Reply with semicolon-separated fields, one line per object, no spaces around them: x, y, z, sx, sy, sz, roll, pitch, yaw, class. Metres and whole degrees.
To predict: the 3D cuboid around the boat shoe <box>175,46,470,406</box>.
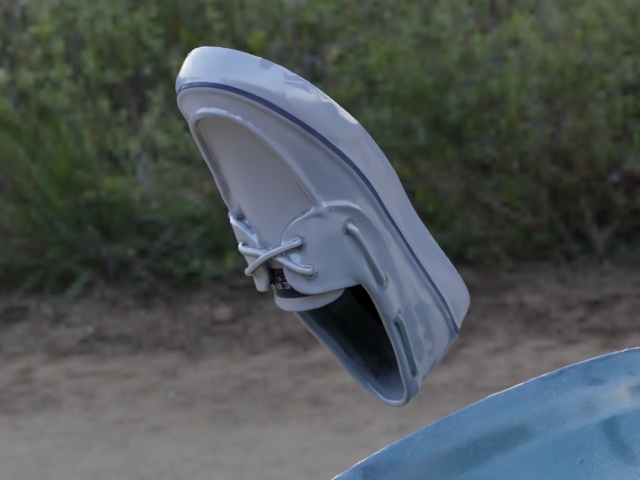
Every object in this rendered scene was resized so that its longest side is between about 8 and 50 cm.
0.000;0.000;1.000;0.095;0.258;0.084;-3;52;43;boat shoe

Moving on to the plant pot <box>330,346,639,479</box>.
0.124;0.211;0.953;0.293;0.196;0.293;-21;-23;-9;plant pot
